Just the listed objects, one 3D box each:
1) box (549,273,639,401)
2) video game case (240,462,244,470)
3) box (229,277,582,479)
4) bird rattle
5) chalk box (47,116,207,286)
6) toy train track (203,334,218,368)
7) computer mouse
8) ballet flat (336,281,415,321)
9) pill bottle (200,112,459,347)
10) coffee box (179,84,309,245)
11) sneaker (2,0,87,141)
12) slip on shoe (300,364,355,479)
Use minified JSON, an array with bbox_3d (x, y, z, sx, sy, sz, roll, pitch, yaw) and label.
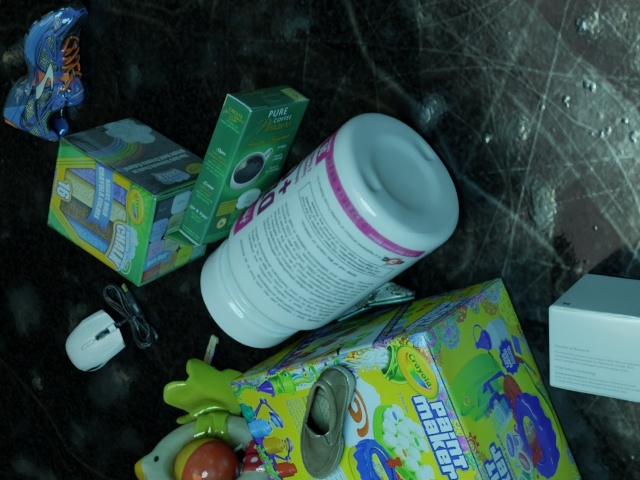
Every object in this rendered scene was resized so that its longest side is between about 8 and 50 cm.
[{"bbox_3d":[0.286,0.092,1.060,0.102,0.101,0.087,6,110,33],"label":"box"},{"bbox_3d":[-0.030,0.388,1.446,0.201,0.023,0.183,-1,107,32],"label":"video game case"},{"bbox_3d":[0.100,0.230,1.201,0.279,0.177,0.289,-18,95,39],"label":"box"},{"bbox_3d":[-0.112,0.279,1.371,0.253,0.207,0.143,33,143,33],"label":"bird rattle"},{"bbox_3d":[-0.212,-0.040,1.355,0.213,0.132,0.132,32,123,24],"label":"chalk box"},{"bbox_3d":[-0.148,0.162,1.463,0.048,0.014,0.083,33,120,29],"label":"toy train track"},{"bbox_3d":[-0.312,0.139,1.555,0.193,0.042,0.106,-38,85,39],"label":"computer mouse"},{"bbox_3d":[0.057,0.063,1.259,0.114,0.041,0.041,-21,94,38],"label":"ballet flat"},{"bbox_3d":[0.000,0.000,1.195,0.283,0.160,0.160,-38,83,39],"label":"pill bottle"},{"bbox_3d":[-0.087,-0.087,1.252,0.040,0.113,0.184,37,122,23],"label":"coffee box"},{"bbox_3d":[-0.340,-0.219,1.426,0.087,0.083,0.221,35,131,5],"label":"sneaker"},{"bbox_3d":[0.001,0.191,1.119,0.051,0.041,0.135,30,121,24],"label":"slip on shoe"}]
